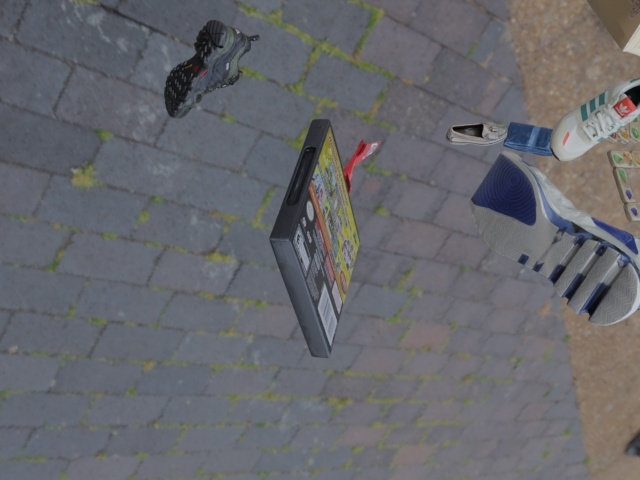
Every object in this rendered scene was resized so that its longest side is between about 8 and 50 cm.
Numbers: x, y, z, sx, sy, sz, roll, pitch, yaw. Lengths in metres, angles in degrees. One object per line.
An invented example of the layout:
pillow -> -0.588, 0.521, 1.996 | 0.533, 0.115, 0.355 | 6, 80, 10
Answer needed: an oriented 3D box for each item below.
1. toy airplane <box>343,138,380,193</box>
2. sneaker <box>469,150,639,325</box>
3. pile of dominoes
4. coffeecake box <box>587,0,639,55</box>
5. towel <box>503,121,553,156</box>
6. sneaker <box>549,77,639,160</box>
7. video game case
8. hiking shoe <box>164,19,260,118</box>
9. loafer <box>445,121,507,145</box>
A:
toy airplane -> 0.051, -0.122, 1.333 | 0.028, 0.151, 0.151 | 35, 104, -13
sneaker -> 0.377, 0.009, 1.121 | 0.182, 0.315, 0.127 | 8, 123, -44
pile of dominoes -> 0.554, -0.130, 1.213 | 0.251, 0.196, 0.040 | -3, 164, -37
coffeecake box -> 0.295, -0.169, 0.551 | 0.186, 0.142, 0.068 | 15, 128, -13
towel -> 0.483, -0.233, 1.719 | 0.067, 0.119, 0.029 | -69, 156, -11
sneaker -> 0.380, -0.168, 1.008 | 0.161, 0.057, 0.075 | -36, -178, -6
video game case -> 0.000, 0.000, 1.143 | 0.035, 0.248, 0.274 | 2, 138, 18
hiking shoe -> -0.201, -0.299, 1.382 | 0.114, 0.086, 0.227 | 4, 145, -42
loafer -> 0.317, -0.217, 1.513 | 0.125, 0.045, 0.039 | -5, 157, -1
